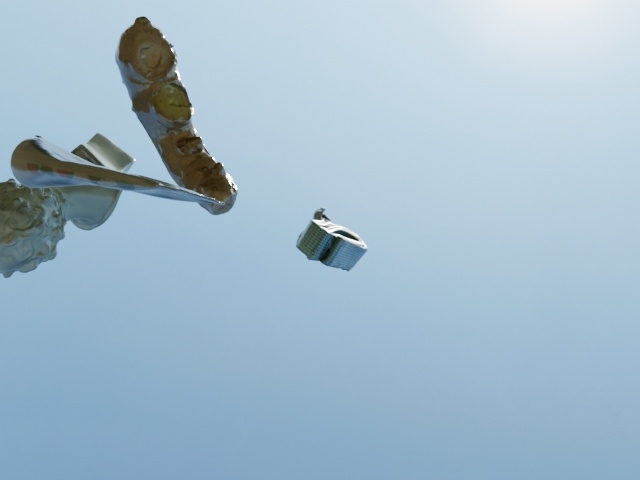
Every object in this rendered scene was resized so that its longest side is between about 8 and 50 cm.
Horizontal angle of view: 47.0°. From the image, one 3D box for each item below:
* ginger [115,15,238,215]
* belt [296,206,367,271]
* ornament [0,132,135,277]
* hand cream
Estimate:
[{"bbox_3d":[-0.120,-0.098,0.609,0.051,0.069,0.173,-33,-85,-33],"label":"ginger"},{"bbox_3d":[0.003,-0.004,0.978,0.100,0.179,0.065,37,-86,13],"label":"belt"},{"bbox_3d":[-0.352,-0.055,1.001,0.120,0.130,0.285,43,-138,0],"label":"ornament"},{"bbox_3d":[-0.143,-0.042,0.483,0.165,0.057,0.037,13,-90,28],"label":"hand cream"}]
